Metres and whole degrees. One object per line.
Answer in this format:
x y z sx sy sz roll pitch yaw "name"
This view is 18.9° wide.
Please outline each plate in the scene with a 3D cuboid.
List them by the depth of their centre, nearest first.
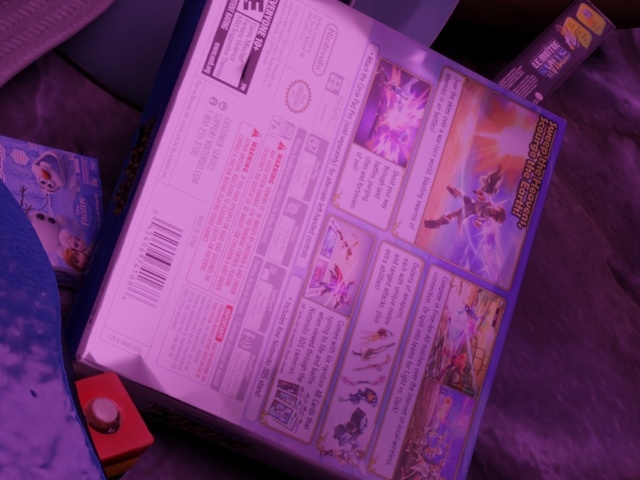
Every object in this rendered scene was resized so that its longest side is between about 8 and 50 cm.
0.056 -0.173 1.258 0.024 0.188 0.188 33 37 18 "plate"

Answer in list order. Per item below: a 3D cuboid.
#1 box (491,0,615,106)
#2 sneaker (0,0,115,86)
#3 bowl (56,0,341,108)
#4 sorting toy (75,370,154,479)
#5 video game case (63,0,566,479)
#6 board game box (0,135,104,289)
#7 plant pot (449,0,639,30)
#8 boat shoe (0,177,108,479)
0.125 -0.090 1.350 0.036 0.114 0.207 44 40 1 "box"
-0.260 -0.149 1.112 0.169 0.108 0.292 34 46 19 "sneaker"
-0.060 -0.239 1.293 0.311 0.163 0.312 23 43 -23 "bowl"
-0.158 0.175 0.901 0.255 0.089 0.257 -13 65 -45 "sorting toy"
0.000 0.000 1.130 0.244 0.061 0.270 25 69 -18 "video game case"
-0.168 -0.018 1.117 0.090 0.020 0.090 12 49 -30 "board game box"
0.161 -0.254 1.448 0.254 0.237 0.237 -21 70 -41 "plant pot"
-0.160 0.080 0.851 0.109 0.089 0.258 -5 63 -27 "boat shoe"
